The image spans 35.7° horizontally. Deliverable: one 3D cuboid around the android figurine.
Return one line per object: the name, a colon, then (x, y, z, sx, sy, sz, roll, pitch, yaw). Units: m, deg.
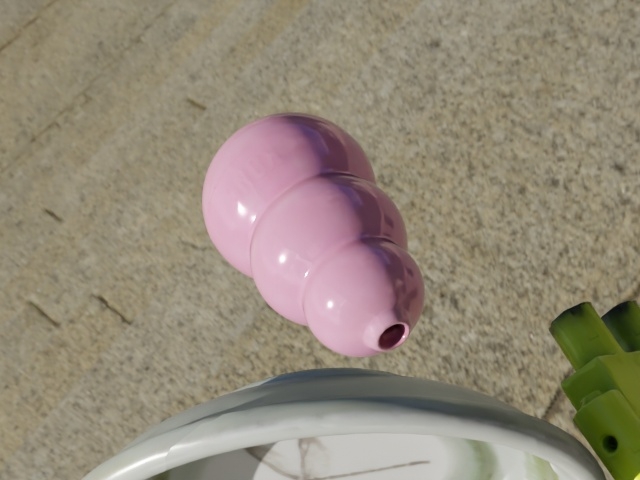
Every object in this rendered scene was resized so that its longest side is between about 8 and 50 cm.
android figurine: (0.293, 0.166, 0.789, 0.056, 0.248, 0.273, -47, 57, 31)

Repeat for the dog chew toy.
dog chew toy: (0.000, 0.000, 1.101, 0.206, 0.206, 0.332, -34, 46, -2)

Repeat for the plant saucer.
plant saucer: (0.006, 0.191, 0.744, 0.400, 0.400, 0.100, -15, 51, 12)
